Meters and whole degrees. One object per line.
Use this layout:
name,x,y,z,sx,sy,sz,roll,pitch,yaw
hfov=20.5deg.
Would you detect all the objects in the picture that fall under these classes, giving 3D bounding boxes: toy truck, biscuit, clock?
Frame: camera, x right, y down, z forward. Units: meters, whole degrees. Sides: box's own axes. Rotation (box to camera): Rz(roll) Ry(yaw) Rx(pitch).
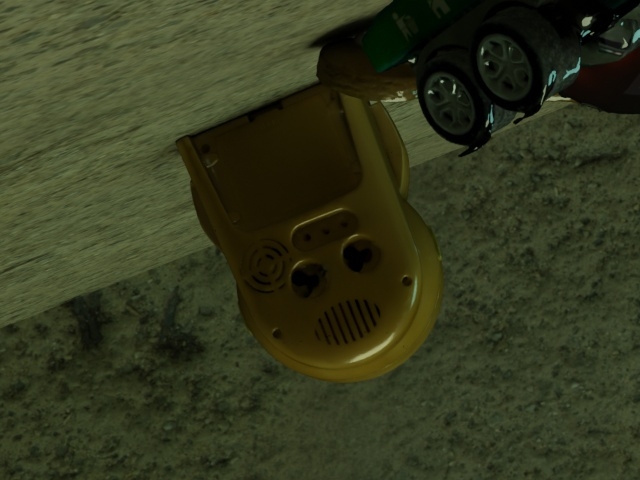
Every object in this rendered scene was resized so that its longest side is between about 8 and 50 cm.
toy truck,0.148,-0.186,1.007,0.176,0.178,0.363,-31,-177,-36
biscuit,0.142,-0.168,1.676,0.302,0.049,0.197,-3,-157,-19
clock,0.000,0.000,1.949,0.244,0.317,0.200,-22,170,9

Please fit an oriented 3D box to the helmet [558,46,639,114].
helmet,0.280,-0.214,1.556,0.216,0.193,0.189,-66,165,12
